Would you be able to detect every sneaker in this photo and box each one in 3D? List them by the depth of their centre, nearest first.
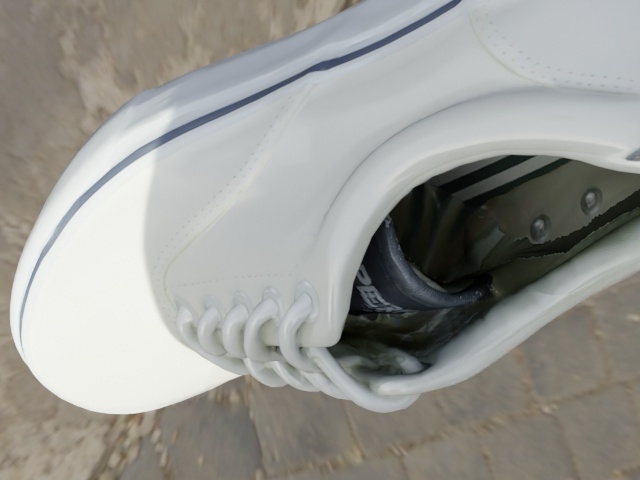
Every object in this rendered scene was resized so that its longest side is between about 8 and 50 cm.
[{"bbox_3d":[0.000,0.000,0.501,0.094,0.258,0.091,32,45,-29],"label":"sneaker"}]
